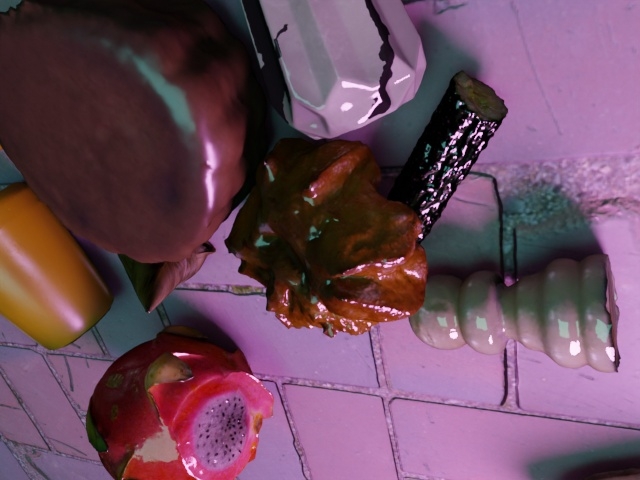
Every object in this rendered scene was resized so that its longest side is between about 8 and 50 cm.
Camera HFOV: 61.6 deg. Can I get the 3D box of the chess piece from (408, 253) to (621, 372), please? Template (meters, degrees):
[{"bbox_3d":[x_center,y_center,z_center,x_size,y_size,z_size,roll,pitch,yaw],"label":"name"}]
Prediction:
[{"bbox_3d":[0.223,0.089,0.655,0.243,0.133,0.133,-5,119,31],"label":"chess piece"}]

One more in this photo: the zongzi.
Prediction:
[{"bbox_3d":[-0.275,0.000,0.763,0.205,0.204,0.094,43,110,-7],"label":"zongzi"}]

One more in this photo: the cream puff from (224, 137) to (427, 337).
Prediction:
[{"bbox_3d":[0.000,0.000,0.637,0.269,0.154,0.241,-32,81,48],"label":"cream puff"}]

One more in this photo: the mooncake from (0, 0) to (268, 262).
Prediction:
[{"bbox_3d":[-0.219,-0.145,0.651,0.323,0.187,0.324,12,127,16],"label":"mooncake"}]

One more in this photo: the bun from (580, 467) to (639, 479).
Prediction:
[{"bbox_3d":[0.450,0.434,0.741,0.153,0.244,0.243,32,133,-30],"label":"bun"}]

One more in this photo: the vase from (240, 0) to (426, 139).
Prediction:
[{"bbox_3d":[-0.028,-0.282,0.501,0.165,0.165,0.360,-14,111,31],"label":"vase"}]

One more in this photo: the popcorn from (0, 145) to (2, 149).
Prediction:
[{"bbox_3d":[-0.459,-0.194,0.748,0.142,0.173,0.173,51,128,7],"label":"popcorn"}]

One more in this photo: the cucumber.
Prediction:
[{"bbox_3d":[0.116,-0.053,0.635,0.072,0.072,0.300,29,132,4],"label":"cucumber"}]

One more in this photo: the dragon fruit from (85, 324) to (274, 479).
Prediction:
[{"bbox_3d":[-0.212,0.292,0.870,0.189,0.290,0.291,-8,120,52],"label":"dragon fruit"}]

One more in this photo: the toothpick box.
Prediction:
[{"bbox_3d":[-0.484,0.054,0.909,0.174,0.175,0.271,-20,115,33],"label":"toothpick box"}]
